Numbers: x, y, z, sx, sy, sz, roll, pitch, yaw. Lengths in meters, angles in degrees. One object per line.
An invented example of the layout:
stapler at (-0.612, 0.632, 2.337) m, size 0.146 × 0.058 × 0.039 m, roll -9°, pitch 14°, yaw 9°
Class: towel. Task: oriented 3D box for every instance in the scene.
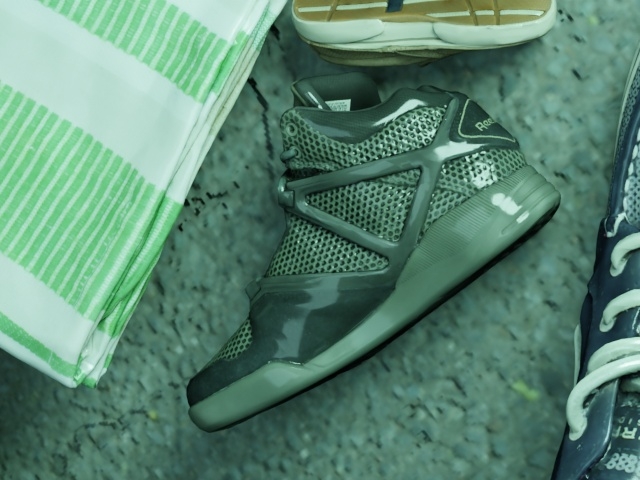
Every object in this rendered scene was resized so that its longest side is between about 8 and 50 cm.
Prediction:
towel at (-0.150, -0.116, 1.021) m, size 0.248 × 0.038 × 0.324 m, roll 29°, pitch 100°, yaw 18°

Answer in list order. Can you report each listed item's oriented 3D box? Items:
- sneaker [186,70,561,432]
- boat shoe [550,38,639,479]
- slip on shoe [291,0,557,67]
sneaker at (0.000, 0.000, 0.985) m, size 0.227 × 0.087 × 0.130 m, roll -41°, pitch 81°, yaw 24°
boat shoe at (0.171, 0.045, 0.867) m, size 0.127 × 0.158 × 0.340 m, roll 5°, pitch 104°, yaw 25°
slip on shoe at (0.053, -0.107, 0.961) m, size 0.135 × 0.051 × 0.041 m, roll -1°, pitch 141°, yaw 19°
